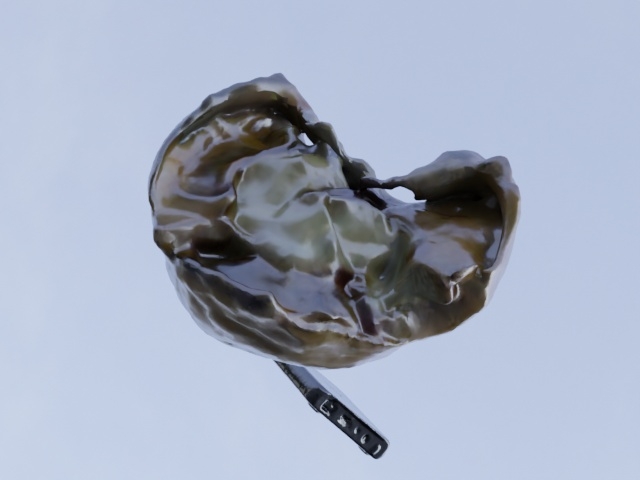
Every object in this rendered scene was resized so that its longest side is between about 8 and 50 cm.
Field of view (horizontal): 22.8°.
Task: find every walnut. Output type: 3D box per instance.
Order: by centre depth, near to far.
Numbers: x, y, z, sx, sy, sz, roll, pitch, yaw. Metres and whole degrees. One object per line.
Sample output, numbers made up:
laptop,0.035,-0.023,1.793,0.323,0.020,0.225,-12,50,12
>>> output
walnut,-0.001,0.009,1.041,0.238,0.204,0.141,23,-41,15

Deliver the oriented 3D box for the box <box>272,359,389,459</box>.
box,0.004,0.159,1.600,0.126,0.027,0.125,43,0,-37
